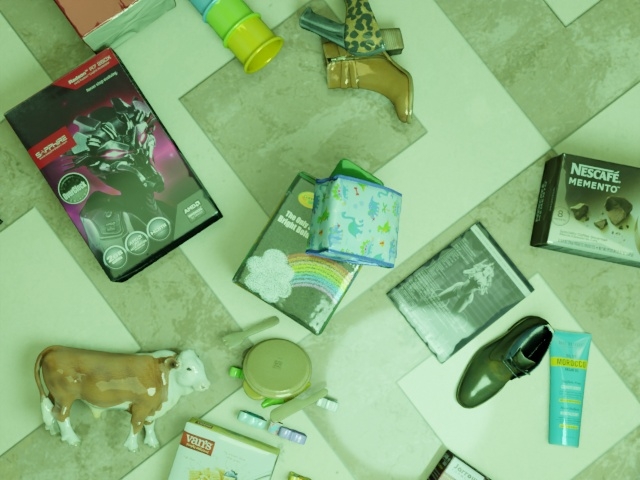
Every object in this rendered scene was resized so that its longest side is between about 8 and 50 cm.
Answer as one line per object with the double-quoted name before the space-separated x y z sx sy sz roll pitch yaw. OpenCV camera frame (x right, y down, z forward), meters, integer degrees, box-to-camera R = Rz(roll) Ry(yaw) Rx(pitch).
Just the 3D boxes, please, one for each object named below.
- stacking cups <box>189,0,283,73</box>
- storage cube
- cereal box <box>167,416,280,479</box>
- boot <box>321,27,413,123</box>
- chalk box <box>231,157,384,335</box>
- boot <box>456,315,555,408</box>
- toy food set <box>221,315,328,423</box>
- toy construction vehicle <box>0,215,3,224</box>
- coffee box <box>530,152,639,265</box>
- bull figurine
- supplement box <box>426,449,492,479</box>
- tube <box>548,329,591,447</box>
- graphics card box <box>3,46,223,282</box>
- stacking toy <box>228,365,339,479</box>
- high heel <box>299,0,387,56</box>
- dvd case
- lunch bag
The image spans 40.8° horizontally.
"stacking cups" -0.203 -0.454 1.599 0.096 0.096 0.316 -41 82 -3
"storage cube" -0.390 -0.467 1.533 0.184 0.215 0.193 -35 93 -3
"cereal box" -0.188 0.453 1.518 0.173 0.047 0.240 18 95 7
"boot" 0.088 -0.294 1.590 0.153 0.073 0.197 -11 74 -2
"chalk box" 0.000 0.000 1.514 0.180 0.179 0.288 32 85 3
"boot" 0.328 0.216 1.532 0.082 0.106 0.219 43 86 3
"toy food set" -0.082 0.232 1.535 0.132 0.038 0.192 -22 58 -23
"toy construction vehicle" -0.631 -0.029 1.586 0.098 0.035 0.086 38 97 5
"coffee box" 0.548 -0.043 1.547 0.297 0.119 0.168 12 87 0
"bull figurine" -0.352 0.272 1.527 0.311 0.101 0.188 7 87 0
"supplement box" 0.216 0.510 1.527 0.130 0.073 0.239 34 85 2
"tube" 0.448 0.268 1.563 0.080 0.052 0.207 8 79 -9
"graphics card box" -0.373 -0.135 1.563 0.233 0.094 0.370 -33 87 -3
"stacking toy" -0.089 0.337 1.549 0.221 0.052 0.166 19 86 2
"high heel" 0.100 -0.456 1.556 0.186 0.093 0.261 32 88 29
"dvd case" 0.257 0.095 1.586 0.221 0.018 0.164 -38 86 -2
"lunch bag" 0.062 -0.028 1.381 0.151 0.096 0.128 10 84 -28
